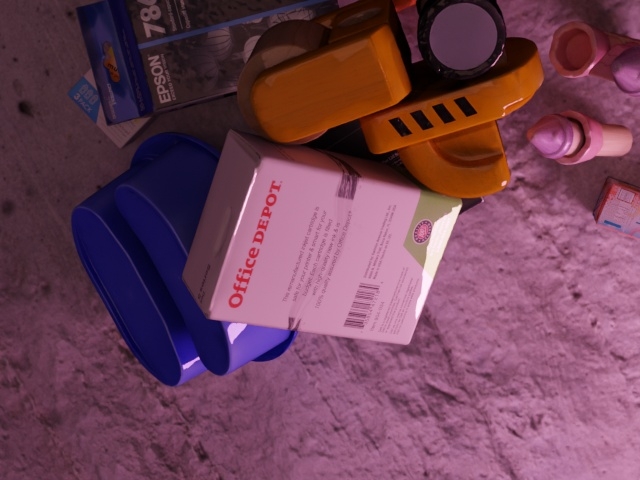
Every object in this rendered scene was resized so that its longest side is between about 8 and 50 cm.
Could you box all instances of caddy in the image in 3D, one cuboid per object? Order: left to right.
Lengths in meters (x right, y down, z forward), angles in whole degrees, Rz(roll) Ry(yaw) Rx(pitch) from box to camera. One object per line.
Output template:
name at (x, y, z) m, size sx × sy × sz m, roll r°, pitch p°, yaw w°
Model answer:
caddy at (-0.165, 0.027, 1.405) m, size 0.241 × 0.179 × 0.341 m, roll -18°, pitch 102°, yaw 45°

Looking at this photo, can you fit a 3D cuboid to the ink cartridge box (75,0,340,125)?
ink cartridge box at (-0.137, -0.264, 1.354) m, size 0.332 × 0.065 × 0.165 m, roll -16°, pitch 95°, yaw -1°

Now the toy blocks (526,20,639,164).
toy blocks at (0.383, -0.202, 1.177) m, size 0.288 × 0.260 × 0.309 m, roll 28°, pitch 112°, yaw 44°

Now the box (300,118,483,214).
box at (0.057, -0.071, 1.395) m, size 0.261 × 0.103 × 0.184 m, roll -31°, pitch 100°, yaw 15°

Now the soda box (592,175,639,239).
soda box at (0.446, -0.022, 1.364) m, size 0.183 × 0.063 × 0.058 m, roll 21°, pitch 106°, yaw 4°

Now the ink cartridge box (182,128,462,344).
ink cartridge box at (0.000, 0.000, 1.246) m, size 0.272 × 0.115 × 0.198 m, roll 11°, pitch 108°, yaw -29°

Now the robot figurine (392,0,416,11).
robot figurine at (0.065, -0.389, 1.302) m, size 0.158 × 0.128 × 0.219 m, roll -21°, pitch 99°, yaw 13°

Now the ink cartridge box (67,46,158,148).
ink cartridge box at (-0.237, -0.225, 1.425) m, size 0.181 × 0.061 × 0.104 m, roll -43°, pitch 95°, yaw 15°

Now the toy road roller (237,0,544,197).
toy road roller at (0.091, -0.158, 1.219) m, size 0.329 × 0.202 × 0.241 m, roll -16°, pitch 112°, yaw 12°
